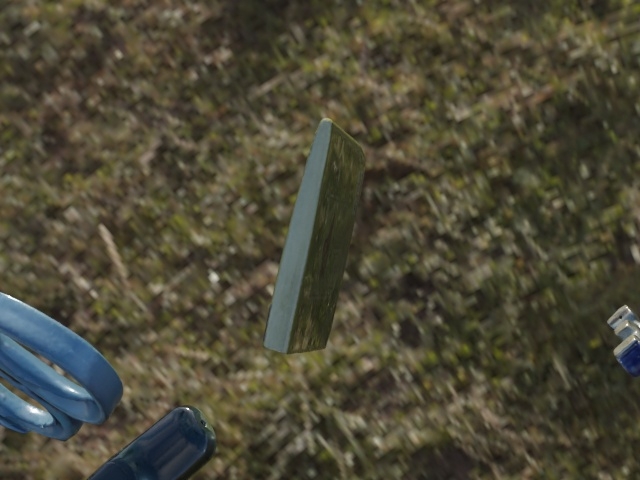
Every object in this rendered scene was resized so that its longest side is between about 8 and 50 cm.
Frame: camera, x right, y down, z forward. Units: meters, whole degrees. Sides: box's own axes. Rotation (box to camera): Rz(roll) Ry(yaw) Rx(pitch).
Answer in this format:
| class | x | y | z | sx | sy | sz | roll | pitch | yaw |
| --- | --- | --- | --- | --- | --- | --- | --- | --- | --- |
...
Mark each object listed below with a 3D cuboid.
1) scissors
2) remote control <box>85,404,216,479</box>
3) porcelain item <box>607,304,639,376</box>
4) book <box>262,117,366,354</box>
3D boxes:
| class | x | y | z | sx | sy | sz | roll | pitch | yaw |
| --- | --- | --- | --- | --- | --- | --- | --- | --- | --- |
| scissors | -0.209 | 0.011 | 0.836 | 0.030 | 0.256 | 0.125 | -57 | 12 | -27 |
| remote control | -0.206 | 0.262 | 1.916 | 0.222 | 0.042 | 0.072 | -39 | 67 | 13 |
| porcelain item | 0.225 | 0.085 | 1.179 | 0.021 | 0.136 | 0.075 | -43 | 91 | 11 |
| book | 0.000 | 0.000 | 1.885 | 0.035 | 0.352 | 0.239 | 13 | 90 | 8 |
